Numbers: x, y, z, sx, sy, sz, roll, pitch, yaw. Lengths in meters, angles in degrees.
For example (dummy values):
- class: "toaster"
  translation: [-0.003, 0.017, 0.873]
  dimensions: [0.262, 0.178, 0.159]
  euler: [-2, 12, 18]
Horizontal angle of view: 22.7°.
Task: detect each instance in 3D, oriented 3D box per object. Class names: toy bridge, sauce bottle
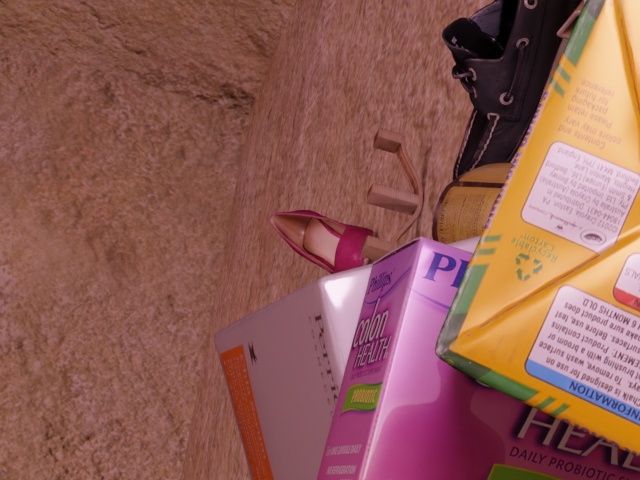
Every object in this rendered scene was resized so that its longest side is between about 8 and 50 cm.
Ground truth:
- class: "toy bridge"
  translation: [0.086, -0.048, 1.855]
  dimensions: [0.026, 0.063, 0.188]
  euler: [118, 164, -50]
- class: "sauce bottle"
  translation: [0.169, -0.002, 1.173]
  dimensions: [0.344, 0.111, 0.111]
  euler: [-154, 81, -81]

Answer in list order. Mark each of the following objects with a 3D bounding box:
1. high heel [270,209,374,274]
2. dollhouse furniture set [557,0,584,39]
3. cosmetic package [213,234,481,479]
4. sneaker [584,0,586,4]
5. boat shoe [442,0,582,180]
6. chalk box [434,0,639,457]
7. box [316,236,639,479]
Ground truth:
- class: "high heel"
  translation: [0.000, 0.000, 2.102]
  dimensions: [0.244, 0.117, 0.082]
  euler: [-117, 44, -76]
- class: "dollhouse furniture set"
  translation: [0.212, -0.107, 1.108]
  dimensions: [0.091, 0.114, 0.081]
  euler: [127, 153, -58]
- class: "cosmetic package"
  translation: [0.051, 0.142, 1.208]
  dimensions: [0.453, 0.162, 0.230]
  euler: [146, 111, -75]
- class: "sneaker"
  translation: [0.215, -0.199, 1.058]
  dimensions: [0.236, 0.130, 0.322]
  euler: [1, 65, 64]
- class: "boat shoe"
  translation: [0.171, -0.186, 1.461]
  dimensions: [0.127, 0.113, 0.340]
  euler: [-86, 16, -51]
- class: "chalk box"
  translation: [0.172, 0.016, 0.762]
  dimensions: [0.289, 0.180, 0.179]
  euler: [40, -106, -81]
- class: "box"
  translation: [0.113, 0.148, 0.925]
  dimensions: [0.117, 0.214, 0.242]
  euler: [143, 143, -74]
